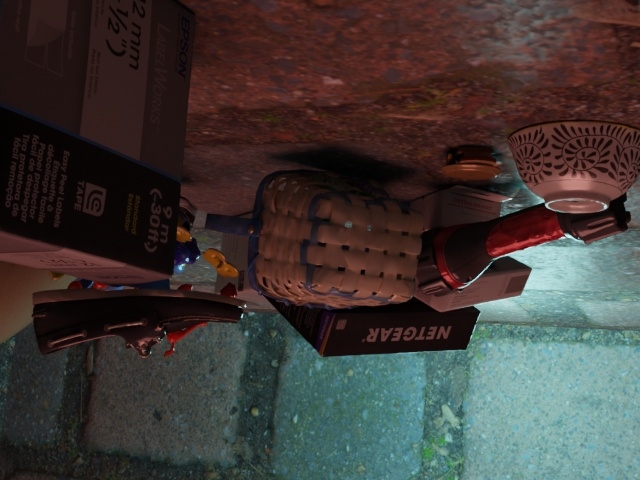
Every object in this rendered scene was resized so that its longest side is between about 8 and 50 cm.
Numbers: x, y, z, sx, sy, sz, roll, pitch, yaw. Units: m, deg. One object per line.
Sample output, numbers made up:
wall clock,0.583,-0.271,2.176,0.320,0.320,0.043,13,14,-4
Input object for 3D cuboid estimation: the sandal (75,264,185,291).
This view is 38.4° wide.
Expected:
sandal,-0.460,0.061,2.077,0.317,0.138,0.126,2,167,11

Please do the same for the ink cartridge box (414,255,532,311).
ink cartridge box,0.187,0.027,1.589,0.261,0.066,0.296,29,-162,32

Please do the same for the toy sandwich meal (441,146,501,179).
toy sandwich meal,0.195,-0.100,1.191,0.085,0.029,0.085,4,174,0

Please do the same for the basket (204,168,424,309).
basket,0.000,0.000,1.349,0.255,0.201,0.289,9,175,-35

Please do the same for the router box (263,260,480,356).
router box,0.074,0.095,1.548,0.309,0.081,0.243,2,-155,-36

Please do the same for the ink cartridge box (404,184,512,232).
ink cartridge box,0.208,-0.034,1.437,0.104,0.060,0.180,11,168,-20

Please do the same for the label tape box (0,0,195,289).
label tape box,-0.191,-0.097,0.791,0.115,0.249,0.348,-3,168,28

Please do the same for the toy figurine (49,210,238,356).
toy figurine,-0.303,-0.020,1.412,0.362,0.191,0.217,37,-166,-23

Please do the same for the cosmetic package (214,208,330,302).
cosmetic package,-0.083,0.036,1.708,0.151,0.151,0.184,13,166,-31

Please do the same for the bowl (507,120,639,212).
bowl,0.308,-0.079,1.099,0.170,0.080,0.170,5,170,1

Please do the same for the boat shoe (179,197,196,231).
boat shoe,-0.255,-0.049,1.644,0.049,0.040,0.142,3,169,13

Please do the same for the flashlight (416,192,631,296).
flashlight,0.272,-0.003,1.289,0.304,0.103,0.103,-19,158,35

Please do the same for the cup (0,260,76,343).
cup,-0.517,0.004,1.467,0.237,0.331,0.331,-19,172,-8

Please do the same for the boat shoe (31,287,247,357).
boat shoe,-0.172,0.079,0.874,0.206,0.065,0.075,0,171,4
